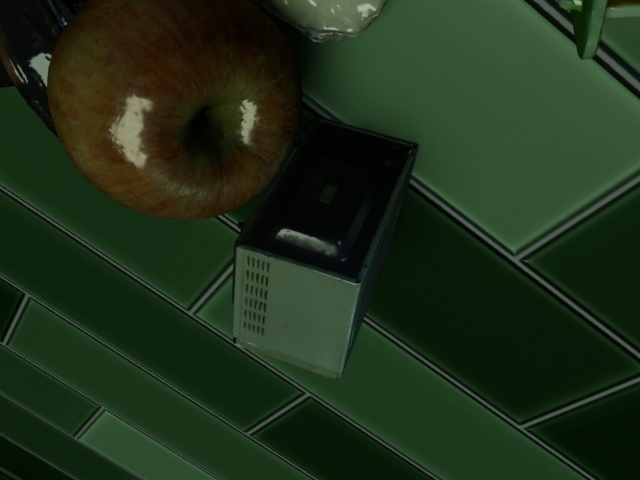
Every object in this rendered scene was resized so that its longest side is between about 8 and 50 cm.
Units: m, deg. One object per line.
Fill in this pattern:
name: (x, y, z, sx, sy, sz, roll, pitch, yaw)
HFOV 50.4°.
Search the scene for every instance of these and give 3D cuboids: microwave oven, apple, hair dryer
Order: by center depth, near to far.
apple: (-0.123, -0.123, 0.590, 0.188, 0.211, 0.211, 37, 157, 53)
microwave oven: (0.000, 0.000, 0.667, 0.129, 0.205, 0.163, 16, 135, 10)
hair dryer: (-0.364, -0.223, 0.721, 0.360, 0.120, 0.303, -4, 121, 39)

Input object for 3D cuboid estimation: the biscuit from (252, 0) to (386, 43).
biscuit: (-0.003, -0.245, 0.554, 0.266, 0.040, 0.188, 9, 132, 17)

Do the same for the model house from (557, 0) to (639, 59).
model house: (0.268, -0.209, 0.247, 0.324, 0.339, 0.300, -1, 146, 11)
